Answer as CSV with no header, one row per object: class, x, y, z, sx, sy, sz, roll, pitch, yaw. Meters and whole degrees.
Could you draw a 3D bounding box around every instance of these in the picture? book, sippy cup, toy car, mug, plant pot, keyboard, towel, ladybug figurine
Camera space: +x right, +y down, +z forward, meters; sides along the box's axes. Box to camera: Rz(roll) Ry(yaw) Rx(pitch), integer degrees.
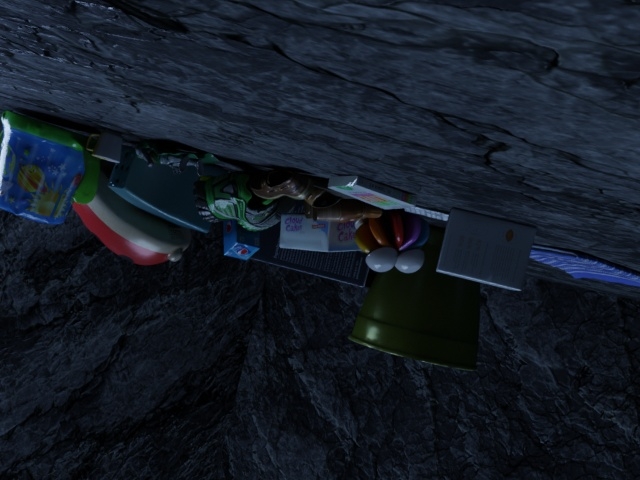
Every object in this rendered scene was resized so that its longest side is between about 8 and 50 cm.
book,0.100,-0.094,1.538,0.144,0.035,0.096,17,173,-32
sippy cup,-0.655,-0.163,1.899,0.240,0.224,0.305,17,-178,-22
toy car,0.175,-0.018,1.870,0.181,0.159,0.136,4,144,-32
mug,-0.475,-0.213,1.788,0.078,0.064,0.062,15,179,-18
plant pot,-0.385,-0.140,1.986,0.234,0.166,0.165,22,174,-36
plant pot,0.297,0.145,2.254,0.366,0.353,0.366,14,178,0
keyboard,0.304,-0.043,1.738,0.255,0.014,0.072,14,178,12
towel,0.642,0.062,2.021,0.335,0.040,0.243,16,177,-36
ladybug figurine,-0.533,-0.085,2.181,0.449,0.162,0.305,45,-161,24

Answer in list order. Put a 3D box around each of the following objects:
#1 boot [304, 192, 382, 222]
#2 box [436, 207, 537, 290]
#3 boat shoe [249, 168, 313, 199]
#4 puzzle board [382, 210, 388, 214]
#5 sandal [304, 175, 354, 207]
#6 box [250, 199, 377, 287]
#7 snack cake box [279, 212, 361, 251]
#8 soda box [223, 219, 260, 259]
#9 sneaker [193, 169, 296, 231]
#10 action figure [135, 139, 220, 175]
boot,0.046,-0.080,1.826,0.152,0.073,0.197,-2,-159,-13
box,0.329,0.020,1.619,0.170,0.130,0.091,14,178,6
boat shoe,-0.091,-0.124,1.674,0.178,0.064,0.060,6,156,48
puzzle board,0.163,-0.070,2.124,0.096,0.011,0.128,16,178,-11
sandal,0.010,-0.095,1.692,0.219,0.060,0.090,13,178,36
box,0.000,0.000,2.415,0.395,0.212,0.293,13,179,15
snack cake box,0.042,-0.023,1.997,0.152,0.089,0.264,7,-174,38
soda box,-0.199,-0.062,2.024,0.067,0.210,0.071,15,144,-29
sneaker,-0.143,-0.094,1.885,0.146,0.134,0.343,-9,178,25
action figure,-0.344,-0.185,1.790,0.137,0.064,0.232,11,-176,-42
